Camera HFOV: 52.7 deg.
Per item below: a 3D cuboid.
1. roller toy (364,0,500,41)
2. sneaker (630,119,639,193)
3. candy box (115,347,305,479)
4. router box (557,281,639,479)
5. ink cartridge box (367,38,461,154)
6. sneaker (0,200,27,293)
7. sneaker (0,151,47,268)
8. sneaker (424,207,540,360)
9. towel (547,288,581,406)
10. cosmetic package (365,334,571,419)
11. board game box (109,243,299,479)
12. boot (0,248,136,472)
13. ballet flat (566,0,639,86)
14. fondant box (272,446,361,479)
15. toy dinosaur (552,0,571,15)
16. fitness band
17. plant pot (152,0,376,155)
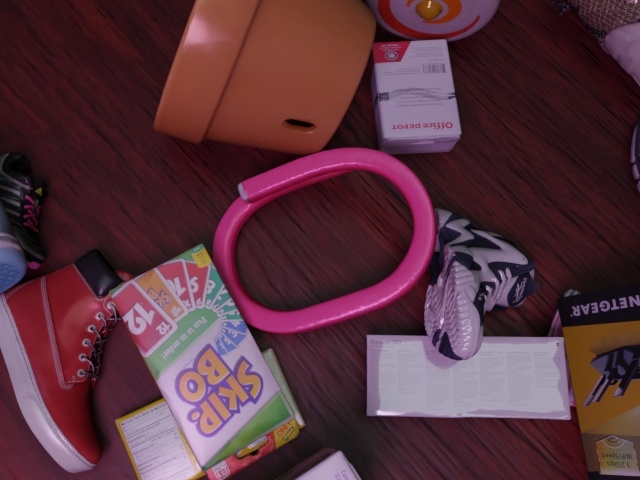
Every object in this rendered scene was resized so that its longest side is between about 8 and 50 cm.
[{"bbox_3d":[0.159,-0.373,0.896,0.209,0.191,0.146,-6,69,41],"label":"roller toy"},{"bbox_3d":[0.525,-0.054,0.833,0.124,0.180,0.321,-12,75,-7],"label":"sneaker"},{"bbox_3d":[-0.132,0.222,0.788,0.205,0.027,0.105,-23,76,-10],"label":"candy box"},{"bbox_3d":[0.422,0.154,0.679,0.081,0.308,0.243,4,73,-36],"label":"router box"},{"bbox_3d":[0.130,-0.200,0.912,0.109,0.063,0.151,-4,74,-5],"label":"ink cartridge box"},{"bbox_3d":[-0.501,0.000,0.765,0.318,0.127,0.208,-23,72,9],"label":"sneaker"},{"bbox_3d":[-0.385,-0.046,0.833,0.074,0.063,0.170,-28,72,-5],"label":"sneaker"},{"bbox_3d":[0.209,0.061,0.793,0.153,0.094,0.235,15,30,-9],"label":"sneaker"},{"bbox_3d":[0.388,0.164,0.838,0.197,0.029,0.144,25,74,4],"label":"towel"},{"bbox_3d":[0.175,0.169,0.796,0.238,0.060,0.099,1,75,4],"label":"cosmetic package"},{"bbox_3d":[-0.134,0.146,0.767,0.124,0.039,0.260,-28,88,-13],"label":"board game box"},{"bbox_3d":[-0.274,0.134,0.778,0.176,0.088,0.244,-26,73,-12],"label":"boot"},{"bbox_3d":[0.561,-0.266,0.912,0.482,0.164,0.182,13,83,-6],"label":"ballet flat"},{"bbox_3d":[-0.102,0.337,0.646,0.330,0.238,0.096,-32,77,-12],"label":"fondant box"},{"bbox_3d":[0.385,-0.421,0.998,0.118,0.064,0.268,-42,83,-21],"label":"toy dinosaur"},{"bbox_3d":[0.000,0.000,0.809,0.290,0.054,0.209,-19,78,10],"label":"fitness band"},{"bbox_3d":[-0.063,-0.236,0.816,0.203,0.291,0.291,21,73,-15],"label":"plant pot"}]
